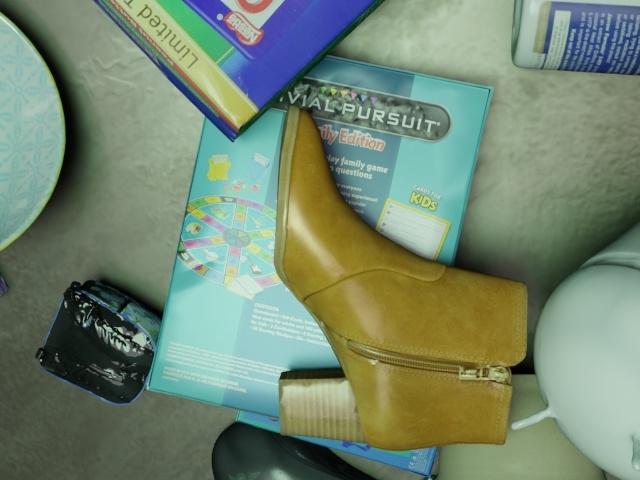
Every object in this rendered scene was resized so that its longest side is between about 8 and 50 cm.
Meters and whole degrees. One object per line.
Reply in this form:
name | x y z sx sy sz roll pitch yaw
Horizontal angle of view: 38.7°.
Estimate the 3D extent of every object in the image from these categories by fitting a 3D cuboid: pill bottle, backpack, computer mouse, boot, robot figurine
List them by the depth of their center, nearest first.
robot figurine | 0.319 0.069 0.757 0.353 0.300 0.200 -33 96 -26
boot | 0.067 0.031 0.771 0.211 0.104 0.295 -2 96 -1
pill bottle | 0.265 -0.200 0.790 0.186 0.112 0.112 5 104 6
backpack | -0.215 0.105 0.943 0.114 0.084 0.105 29 106 5
computer mouse | 0.005 0.284 0.965 0.272 0.072 0.189 27 107 0

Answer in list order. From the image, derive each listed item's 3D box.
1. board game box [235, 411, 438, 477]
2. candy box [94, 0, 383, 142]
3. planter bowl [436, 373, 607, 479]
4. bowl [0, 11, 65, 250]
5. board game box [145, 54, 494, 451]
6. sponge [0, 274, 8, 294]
board game box | 0.033 0.136 0.937 0.210 0.047 0.160 16 105 3
candy box | -0.050 -0.286 0.756 0.317 0.122 0.268 -45 93 -4
planter bowl | 0.192 0.186 0.886 0.162 0.162 0.109 -2 76 8
bowl | -0.405 -0.091 0.867 0.289 0.289 0.156 55 147 -7
board game box | 0.000 0.000 0.857 0.253 0.079 0.336 13 92 4
sponge | -0.454 0.046 0.988 0.210 0.031 0.117 -25 100 11
